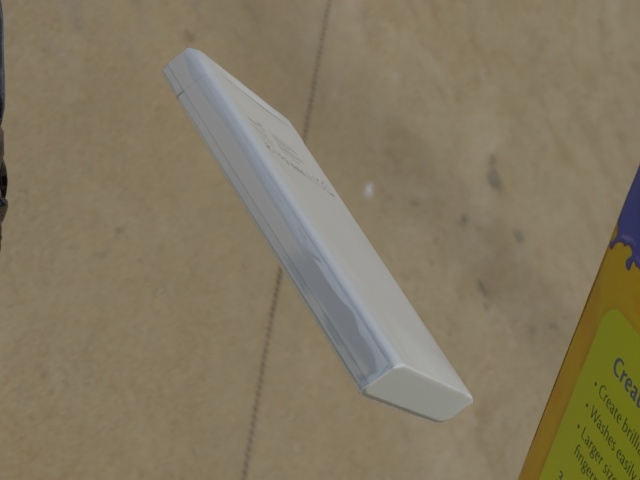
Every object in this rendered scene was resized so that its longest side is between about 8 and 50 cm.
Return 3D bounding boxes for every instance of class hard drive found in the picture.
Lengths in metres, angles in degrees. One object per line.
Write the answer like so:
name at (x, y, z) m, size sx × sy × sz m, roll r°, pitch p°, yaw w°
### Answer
hard drive at (0.000, 0.000, 1.182) m, size 0.353 × 0.047 × 0.233 m, roll 57°, pitch 11°, yaw 24°

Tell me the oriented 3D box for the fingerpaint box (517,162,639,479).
fingerpaint box at (0.256, 0.185, 0.549) m, size 0.163 × 0.371 × 0.445 m, roll 5°, pitch 28°, yaw -19°

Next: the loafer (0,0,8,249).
loafer at (-0.156, -0.041, 0.486) m, size 0.109 × 0.302 × 0.095 m, roll 16°, pitch 28°, yaw 9°
